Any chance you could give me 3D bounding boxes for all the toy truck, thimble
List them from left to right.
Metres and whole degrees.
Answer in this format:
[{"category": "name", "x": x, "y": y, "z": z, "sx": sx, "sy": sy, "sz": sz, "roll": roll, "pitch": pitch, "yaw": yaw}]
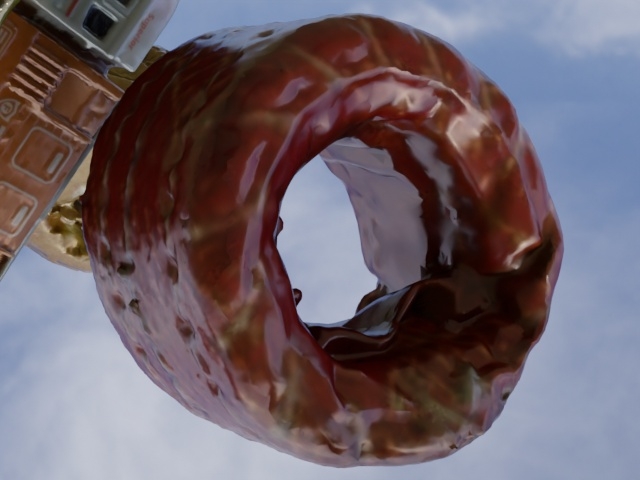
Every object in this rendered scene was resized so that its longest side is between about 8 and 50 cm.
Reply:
[{"category": "toy truck", "x": -0.279, "y": -0.139, "z": 1.045, "sx": 0.173, "sy": 0.207, "sz": 0.387, "roll": 34, "pitch": -91, "yaw": 47}, {"category": "thimble", "x": 0.000, "y": 0.000, "z": 0.950, "sx": 0.350, "sy": 0.350, "sz": 0.230, "roll": -45, "pitch": -157, "yaw": -25}]

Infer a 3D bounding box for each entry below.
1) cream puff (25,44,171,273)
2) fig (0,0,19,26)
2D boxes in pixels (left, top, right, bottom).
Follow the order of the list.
[{"category": "cream puff", "x": -0.255, "y": -0.116, "z": 1.523, "sx": 0.327, "sy": 0.343, "sz": 0.231, "roll": -19, "pitch": -137, "yaw": 22}, {"category": "fig", "x": -0.125, "y": -0.149, "z": 0.594, "sx": 0.236, "sy": 0.124, "sz": 0.124, "roll": -53, "pitch": -131, "yaw": 9}]
